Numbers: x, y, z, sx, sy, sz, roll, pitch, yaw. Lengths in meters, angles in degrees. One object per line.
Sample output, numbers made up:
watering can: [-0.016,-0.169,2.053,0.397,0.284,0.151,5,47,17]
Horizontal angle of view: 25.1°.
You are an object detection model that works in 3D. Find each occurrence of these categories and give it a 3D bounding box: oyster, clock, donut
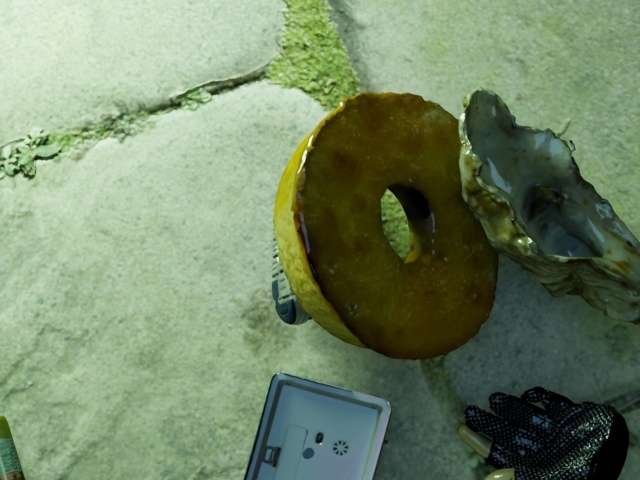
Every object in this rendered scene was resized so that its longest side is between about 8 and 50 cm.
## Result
oyster: [0.264,-0.014,1.608,0.341,0.110,0.166,38,47,-15]
clock: [-0.006,0.260,1.649,0.147,0.071,0.191,14,84,7]
donut: [0.071,-0.011,1.609,0.303,0.110,0.302,7,76,-31]

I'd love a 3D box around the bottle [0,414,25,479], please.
bottle: [-0.362,0.349,1.664,0.082,0.082,0.286,-20,81,2]

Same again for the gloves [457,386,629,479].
gloves: [0.245,0.233,1.630,0.181,0.106,0.129,8,81,35]

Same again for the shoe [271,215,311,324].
shoe: [0.000,0.000,1.683,0.106,0.091,0.207,2,78,-17]
